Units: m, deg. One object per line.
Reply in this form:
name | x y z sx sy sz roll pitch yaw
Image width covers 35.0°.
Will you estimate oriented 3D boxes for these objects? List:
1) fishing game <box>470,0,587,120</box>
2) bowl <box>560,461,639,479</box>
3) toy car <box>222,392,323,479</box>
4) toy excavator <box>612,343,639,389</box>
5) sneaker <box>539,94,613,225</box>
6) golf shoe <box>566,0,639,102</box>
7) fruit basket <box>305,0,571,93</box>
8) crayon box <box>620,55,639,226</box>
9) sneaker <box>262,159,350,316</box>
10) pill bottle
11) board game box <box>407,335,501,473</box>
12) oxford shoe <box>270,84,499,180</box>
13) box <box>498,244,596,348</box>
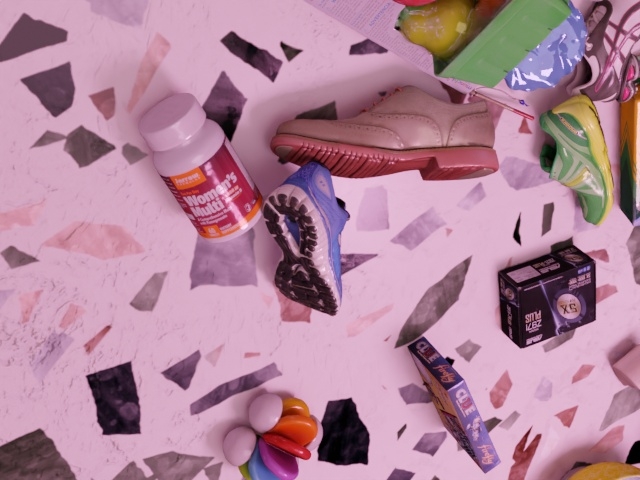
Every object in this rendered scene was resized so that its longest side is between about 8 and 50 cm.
fishing game | 0.369 -0.349 1.766 0.189 0.041 0.264 19 113 -17
bowl | 0.618 0.600 2.285 0.289 0.156 0.290 -10 119 -19
toy car | -0.076 0.385 1.878 0.159 0.136 0.182 33 98 -33
toy excavator | 0.836 0.453 2.250 0.222 0.433 0.445 -38 152 -3
sneaker | 0.476 -0.148 1.900 0.123 0.109 0.296 -12 132 18
golf shoe | 0.509 -0.371 1.791 0.120 0.105 0.273 -6 116 -12
fruit basket | 0.195 -0.409 1.569 0.353 0.165 0.327 29 132 -18
crayon box | 0.681 -0.198 1.933 0.203 0.083 0.323 -10 119 0
sneaker | 0.000 0.000 1.717 0.147 0.129 0.330 -55 155 -33
pill bottle | -0.187 -0.113 1.591 0.121 0.121 0.221 -34 124 -5
board game box | 0.261 0.321 1.982 0.042 0.165 0.243 -31 124 -7
oxford shoe | 0.107 -0.184 1.708 0.396 0.140 0.147 2 80 -19
box | 0.451 0.111 2.015 0.180 0.077 0.147 -18 121 -16
